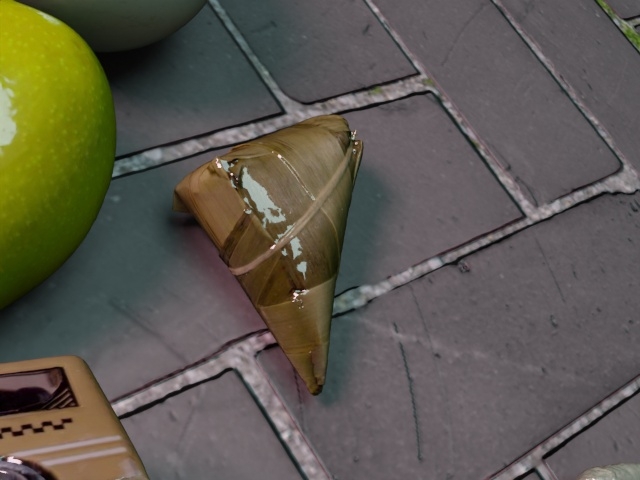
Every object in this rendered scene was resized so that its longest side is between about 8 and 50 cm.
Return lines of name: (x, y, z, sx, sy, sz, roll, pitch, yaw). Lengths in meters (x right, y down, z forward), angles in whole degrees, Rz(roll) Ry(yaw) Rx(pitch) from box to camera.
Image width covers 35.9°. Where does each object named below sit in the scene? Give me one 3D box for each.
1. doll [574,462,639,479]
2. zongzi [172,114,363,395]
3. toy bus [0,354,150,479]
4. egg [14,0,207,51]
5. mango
doll: (0.262, 0.235, 0.689, 0.214, 0.071, 0.103, 47, 49, 4)
zongzi: (0.000, 0.000, 0.716, 0.160, 0.078, 0.176, -31, 86, -41)
toy bus: (-0.223, 0.140, 0.411, 0.290, 0.139, 0.157, -7, 26, -23)
egg: (-0.162, -0.224, 0.682, 0.183, 0.183, 0.264, 43, 13, 5)
mango: (-0.228, -0.020, 0.559, 0.175, 0.143, 0.293, 31, 58, -8)
